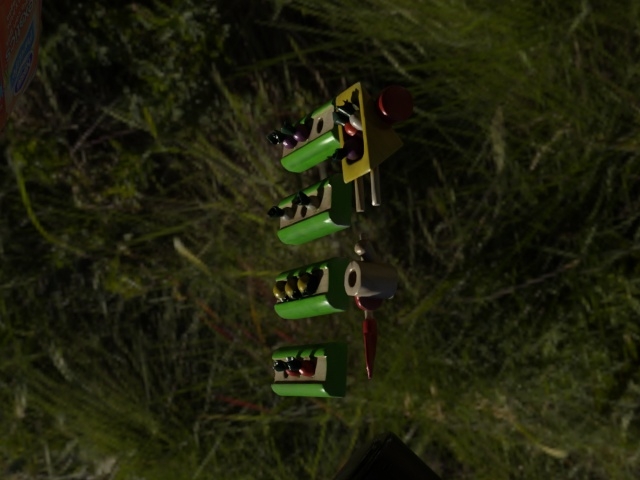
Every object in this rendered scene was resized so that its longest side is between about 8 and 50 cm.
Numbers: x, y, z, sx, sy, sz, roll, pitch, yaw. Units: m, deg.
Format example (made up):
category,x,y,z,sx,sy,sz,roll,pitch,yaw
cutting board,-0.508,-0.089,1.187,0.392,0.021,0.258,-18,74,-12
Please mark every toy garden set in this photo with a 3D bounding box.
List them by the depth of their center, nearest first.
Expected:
category,x,y,z,sx,sy,sz,roll,pitch,yaw
toy garden set,0.000,0.000,0.717,0.049,0.244,0.204,6,169,-24

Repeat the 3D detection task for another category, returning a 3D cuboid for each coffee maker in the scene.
category,x,y,z,sx,sy,sz,roll,pitch,yaw
coffee maker,0.093,0.249,0.761,0.120,0.178,0.171,-49,178,-44

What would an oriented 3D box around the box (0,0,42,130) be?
category,x,y,z,sx,sy,sz,roll,pitch,yaw
box,-0.401,-0.203,0.757,0.300,0.142,0.154,16,134,-7
